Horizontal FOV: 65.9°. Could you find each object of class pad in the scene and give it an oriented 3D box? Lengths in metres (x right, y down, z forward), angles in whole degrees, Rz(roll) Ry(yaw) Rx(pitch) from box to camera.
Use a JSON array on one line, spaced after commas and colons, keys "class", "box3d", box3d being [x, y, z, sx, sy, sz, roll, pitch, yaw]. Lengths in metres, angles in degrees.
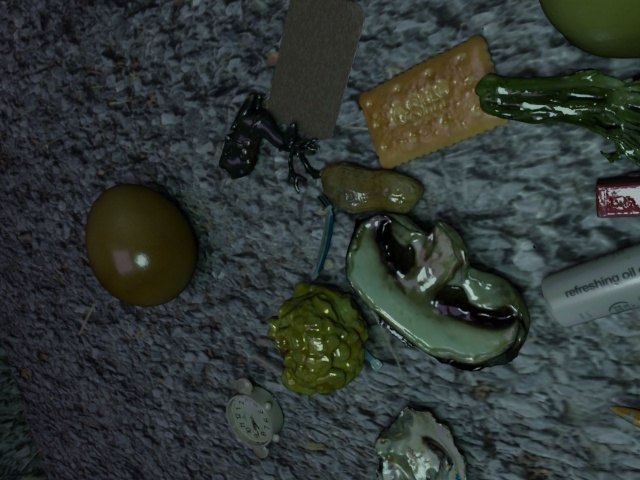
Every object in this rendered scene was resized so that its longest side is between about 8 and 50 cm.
[{"class": "pad", "box3d": [-0.016, -0.350, 0.991, 0.176, 0.002, 0.266, 28, 118, 23]}]

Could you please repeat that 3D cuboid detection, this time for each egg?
[{"class": "egg", "box3d": [-0.446, 0.009, 1.226, 0.250, 0.250, 0.322, -38, 77, 35]}]

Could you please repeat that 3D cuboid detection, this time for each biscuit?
[{"class": "biscuit", "box3d": [0.191, -0.234, 0.872, 0.250, 0.030, 0.160, -16, 95, 35]}]

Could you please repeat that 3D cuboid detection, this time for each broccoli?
[{"class": "broccoli", "box3d": [0.370, -0.187, 0.689, 0.304, 0.145, 0.164, 17, 116, 26]}]

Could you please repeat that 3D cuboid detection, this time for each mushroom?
[{"class": "mushroom", "box3d": [0.208, 0.077, 0.891, 0.344, 0.130, 0.247, 27, 120, 19]}]

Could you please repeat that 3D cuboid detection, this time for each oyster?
[{"class": "oyster", "box3d": [0.219, 0.458, 1.028, 0.214, 0.083, 0.222, 32, 114, 18]}]

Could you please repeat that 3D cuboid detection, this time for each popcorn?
[{"class": "popcorn", "box3d": [-0.012, 0.208, 1.043, 0.235, 0.181, 0.216, 54, 130, 24]}]

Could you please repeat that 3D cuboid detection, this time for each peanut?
[{"class": "peanut", "box3d": [0.092, -0.097, 0.948, 0.214, 0.099, 0.099, 10, 109, 24]}]

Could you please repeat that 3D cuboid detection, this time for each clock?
[{"class": "clock", "box3d": [-0.169, 0.459, 1.296, 0.156, 0.063, 0.229, -8, 102, 32]}]

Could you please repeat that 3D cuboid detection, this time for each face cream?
[{"class": "face cream", "box3d": [0.493, 0.042, 0.721, 0.311, 0.092, 0.092, -27, 88, 35]}]

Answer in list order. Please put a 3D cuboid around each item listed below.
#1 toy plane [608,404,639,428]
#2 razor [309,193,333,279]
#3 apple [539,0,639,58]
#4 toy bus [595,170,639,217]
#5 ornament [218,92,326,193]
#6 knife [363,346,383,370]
[{"class": "toy plane", "box3d": [0.604, 0.309, 0.728, 0.316, 0.103, 0.204, 22, 113, 34]}, {"class": "razor", "box3d": [0.004, 0.000, 1.061, 0.068, 0.037, 0.191, -120, 34, -60]}, {"class": "apple", "box3d": [0.388, -0.363, 0.566, 0.254, 0.292, 0.291, -4, 103, 54]}, {"class": "toy bus", "box3d": [0.495, -0.064, 0.695, 0.192, 0.077, 0.065, -1, 106, 35]}, {"class": "ornament", "box3d": [-0.101, -0.170, 1.053, 0.236, 0.080, 0.202, 38, 120, 18]}, {"class": "knife", "box3d": [0.099, 0.246, 1.087, 0.096, 0.010, 0.027, 45, 124, 17]}]
